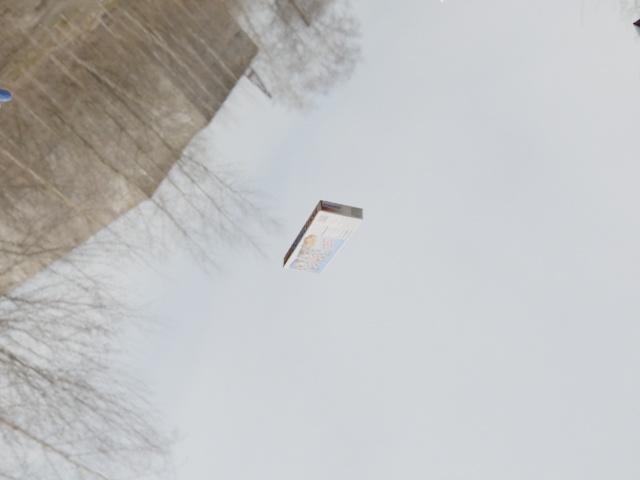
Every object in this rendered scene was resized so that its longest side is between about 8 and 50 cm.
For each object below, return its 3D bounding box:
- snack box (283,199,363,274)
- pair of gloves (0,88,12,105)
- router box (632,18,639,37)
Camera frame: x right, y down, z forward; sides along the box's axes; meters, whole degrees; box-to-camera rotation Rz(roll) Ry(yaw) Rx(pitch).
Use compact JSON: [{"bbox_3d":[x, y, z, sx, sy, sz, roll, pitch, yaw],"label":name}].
[{"bbox_3d":[0.000,0.000,0.928,0.178,0.064,0.022,125,-30,-55],"label":"snack box"},{"bbox_3d":[-0.453,-0.159,0.693,0.198,0.159,0.023,-18,-113,23],"label":"pair of gloves"},{"bbox_3d":[0.376,-0.131,0.591,0.046,0.179,0.133,-37,-151,15],"label":"router box"}]
